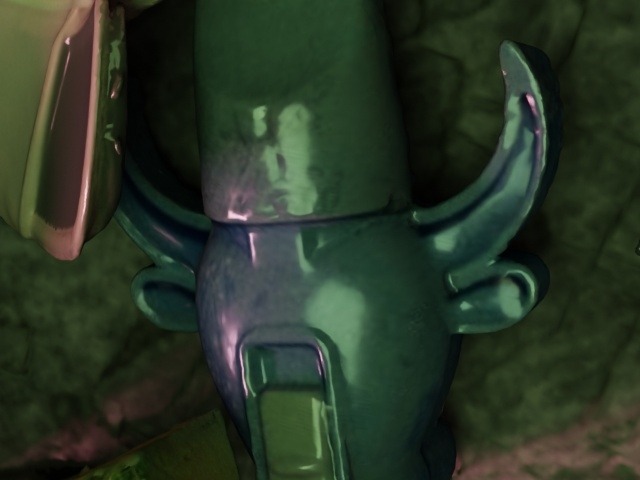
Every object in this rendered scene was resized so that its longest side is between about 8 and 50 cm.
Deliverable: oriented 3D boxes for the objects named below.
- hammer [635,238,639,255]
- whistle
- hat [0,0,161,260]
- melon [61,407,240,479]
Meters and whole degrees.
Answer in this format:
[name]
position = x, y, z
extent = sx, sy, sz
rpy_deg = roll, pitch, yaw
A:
[hammer]
position = 0.163, 0.054, 0.678
extent = 0.062, 0.017, 0.182
rpy_deg = -15, 103, 21
[whistle]
position = 0.000, 0.000, 0.678
extent = 0.180, 0.093, 0.269
rpy_deg = 0, 101, 25
[hat]
position = -0.131, -0.118, 0.648
extent = 0.232, 0.161, 0.275
rpy_deg = 30, 137, 12
[melon]
position = -0.091, 0.114, 0.681
extent = 0.209, 0.118, 0.064
rpy_deg = -31, 81, 53
